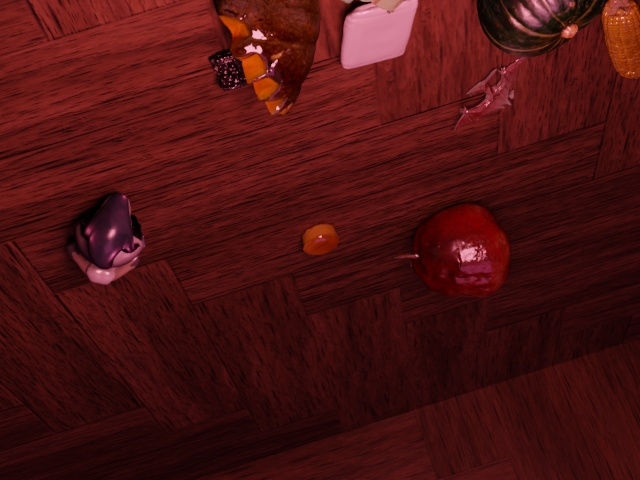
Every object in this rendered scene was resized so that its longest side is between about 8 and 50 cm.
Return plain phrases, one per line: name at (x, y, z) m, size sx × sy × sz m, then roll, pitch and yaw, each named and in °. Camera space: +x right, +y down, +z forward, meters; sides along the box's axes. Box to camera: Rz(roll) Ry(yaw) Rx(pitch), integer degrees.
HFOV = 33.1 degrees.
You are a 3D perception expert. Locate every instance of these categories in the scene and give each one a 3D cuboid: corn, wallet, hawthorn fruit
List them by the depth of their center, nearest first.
wallet at (0.095, -0.350, 1.803) m, size 0.124 × 0.032 × 0.183 m, roll -15°, pitch 160°, yaw -8°
corn at (0.572, -0.376, 2.009) m, size 0.080 × 0.080 × 0.238 m, roll -26°, pitch 149°, yaw 14°
hawthorn fruit at (0.293, 0.025, 2.446) m, size 0.266 × 0.210 × 0.230 m, roll 1°, pitch 163°, yaw -6°

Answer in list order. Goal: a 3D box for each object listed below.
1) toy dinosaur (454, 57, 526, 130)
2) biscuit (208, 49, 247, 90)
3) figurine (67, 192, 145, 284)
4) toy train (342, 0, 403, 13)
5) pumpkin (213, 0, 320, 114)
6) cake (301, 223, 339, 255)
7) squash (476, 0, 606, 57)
toy dinosaur at (0.334, -0.286, 2.079) m, size 0.108 × 0.032 × 0.220 m, roll 15°, pitch 128°, yaw -41°
biscuit at (-0.150, -0.285, 1.797) m, size 0.089 × 0.027 × 0.087 m, roll 4°, pitch 144°, yaw -36°
figurine at (-0.411, 0.003, 2.051) m, size 0.145 × 0.145 × 0.222 m, roll -6°, pitch 151°, yaw -22°
toy train at (0.146, -0.453, 1.603) m, size 0.285 × 0.116 × 0.177 m, roll -40°, pitch 158°, yaw 33°
pumpkin at (-0.050, -0.304, 1.716) m, size 0.149 × 0.130 × 0.254 m, roll -24°, pitch 150°, yaw 11°
cake at (0.000, 0.000, 2.380) m, size 0.084 × 0.044 × 0.084 m, roll -12°, pitch 151°, yaw -7°
squash at (0.358, -0.398, 1.742) m, size 0.218 × 0.172 × 0.218 m, roll -19°, pitch 149°, yaw -12°
